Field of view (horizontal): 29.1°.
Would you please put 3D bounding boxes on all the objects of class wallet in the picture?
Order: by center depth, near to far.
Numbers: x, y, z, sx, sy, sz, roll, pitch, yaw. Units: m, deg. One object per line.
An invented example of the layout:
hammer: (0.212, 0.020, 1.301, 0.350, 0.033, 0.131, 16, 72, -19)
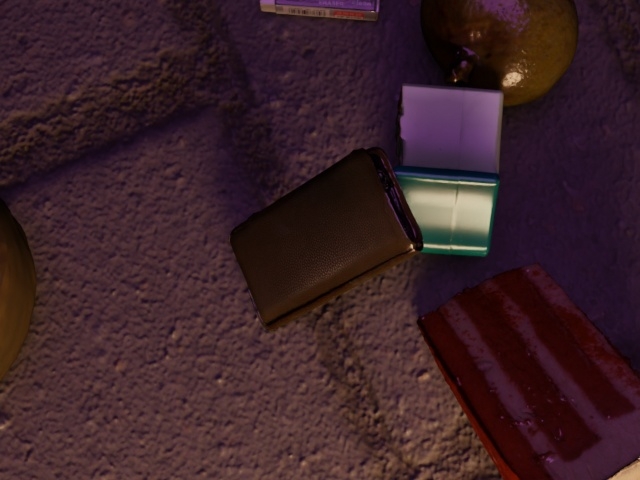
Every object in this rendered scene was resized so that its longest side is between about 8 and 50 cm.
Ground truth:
wallet: (0.000, 0.000, 1.148, 0.198, 0.031, 0.110, -31, 78, 37)

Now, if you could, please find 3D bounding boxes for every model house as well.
model house: (0.116, -0.059, 1.170, 0.100, 0.127, 0.149, 3, 75, 3)

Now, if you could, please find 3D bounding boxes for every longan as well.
longan: (0.165, -0.202, 1.181, 0.155, 0.145, 0.176, 30, 50, 23)

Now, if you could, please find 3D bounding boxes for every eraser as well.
eraser: (0.001, -0.256, 1.260, 0.122, 0.029, 0.052, 5, 79, 2)

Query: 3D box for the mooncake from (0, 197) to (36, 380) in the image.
mooncake: (-0.413, 0.043, 1.148, 0.284, 0.155, 0.284, 0, 78, -1)

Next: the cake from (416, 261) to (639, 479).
cake: (0.223, 0.163, 1.163, 0.158, 0.159, 0.262, -28, 45, -4)
